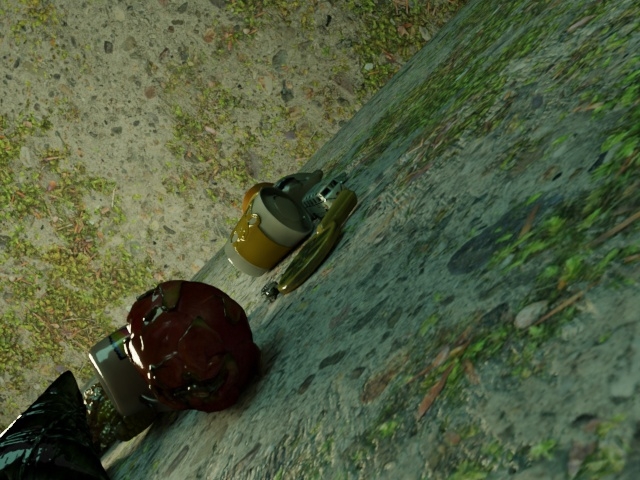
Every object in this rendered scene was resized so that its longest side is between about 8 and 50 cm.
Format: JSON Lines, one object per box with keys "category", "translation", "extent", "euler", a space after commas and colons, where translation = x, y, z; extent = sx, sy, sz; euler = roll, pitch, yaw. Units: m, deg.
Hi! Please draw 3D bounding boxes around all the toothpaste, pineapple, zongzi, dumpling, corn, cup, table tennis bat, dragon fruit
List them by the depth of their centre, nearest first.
{"category": "dragon fruit", "translation": [-0.230, 0.186, 1.198], "extent": [0.250, 0.250, 0.315], "euler": [-50, 8, -23]}
{"category": "cup", "translation": [-0.364, 0.281, 1.435], "extent": [0.200, 0.192, 0.253], "euler": [-29, 45, -26]}
{"category": "zongzi", "translation": [-0.576, 0.500, 1.486], "extent": [0.361, 0.319, 0.383], "euler": [-1, 4, 11]}
{"category": "table tennis bat", "translation": [0.000, 0.000, 1.558], "extent": [0.321, 0.050, 0.198], "euler": [-56, 12, -30]}
{"category": "corn", "translation": [-0.405, 0.354, 1.577], "extent": [0.322, 0.119, 0.119], "euler": [-46, 8, -37]}
{"category": "pineapple", "translation": [-0.643, 0.525, 1.774], "extent": [0.310, 0.141, 0.170], "euler": [-50, -27, -6]}
{"category": "cup", "translation": [-0.162, -0.039, 1.901], "extent": [0.226, 0.185, 0.241], "euler": [-49, 44, 24]}
{"category": "dumpling", "translation": [-0.100, -0.121, 2.047], "extent": [0.293, 0.163, 0.205], "euler": [-50, 27, 20]}
{"category": "toothpaste", "translation": [0.001, -0.145, 2.142], "extent": [0.218, 0.041, 0.064], "euler": [-39, 24, 23]}
{"category": "cup", "translation": [-0.158, -0.123, 2.421], "extent": [0.226, 0.183, 0.264], "euler": [-16, 11, -14]}

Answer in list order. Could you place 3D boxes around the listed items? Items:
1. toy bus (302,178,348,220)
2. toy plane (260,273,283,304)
{"category": "toy bus", "translation": [0.015, -0.115, 1.809], "extent": [0.087, 0.089, 0.194], "euler": [-48, 11, -15]}
{"category": "toy plane", "translation": [-0.115, 0.121, 1.571], "extent": [0.049, 0.031, 0.121], "euler": [-31, 12, 25]}
